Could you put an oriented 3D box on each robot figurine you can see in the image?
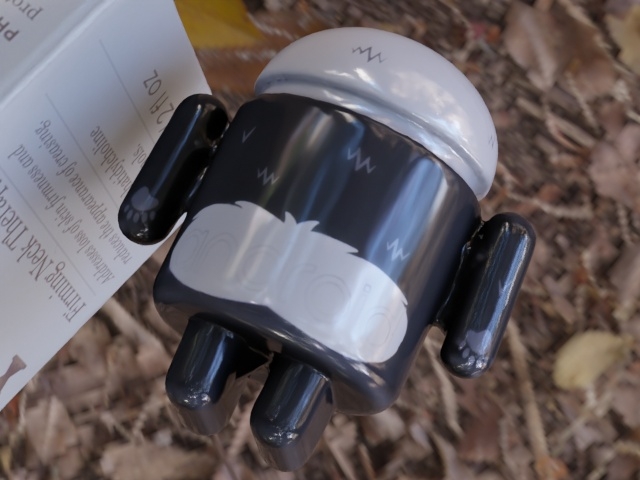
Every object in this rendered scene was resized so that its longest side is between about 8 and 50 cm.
[{"bbox_3d":[0.002,0.001,1.248,0.209,0.173,0.278,33,72,-27],"label":"robot figurine"}]

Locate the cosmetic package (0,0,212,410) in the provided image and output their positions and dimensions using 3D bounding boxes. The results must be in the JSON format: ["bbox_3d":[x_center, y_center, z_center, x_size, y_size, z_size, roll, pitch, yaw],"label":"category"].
[{"bbox_3d":[-0.322,-0.072,1.347,0.327,0.329,0.394,40,80,19],"label":"cosmetic package"}]
